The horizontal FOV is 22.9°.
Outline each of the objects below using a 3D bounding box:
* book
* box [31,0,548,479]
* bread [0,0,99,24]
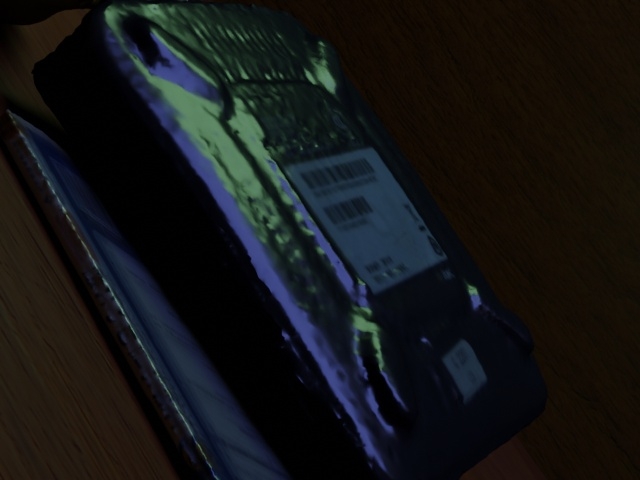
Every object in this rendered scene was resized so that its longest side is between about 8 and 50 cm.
[{"bbox_3d":[-0.053,0.088,0.847,0.322,0.018,0.228,57,7,30],"label":"book"},{"bbox_3d":[0.000,0.000,1.013,0.350,0.091,0.359,55,21,7],"label":"box"},{"bbox_3d":[-0.208,-0.200,0.987,0.161,0.088,0.233,58,1,-11],"label":"bread"}]
